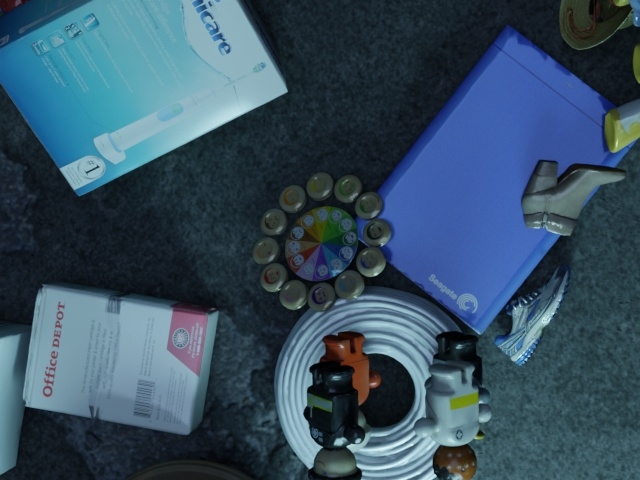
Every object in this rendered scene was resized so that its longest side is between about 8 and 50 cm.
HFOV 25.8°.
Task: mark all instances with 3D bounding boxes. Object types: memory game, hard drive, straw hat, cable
[{"bbox_3d":[0.000,0.000,1.722,0.186,0.012,0.186,-9,66,21],"label":"memory game"},{"bbox_3d":[0.213,-0.074,1.718,0.210,0.040,0.319,38,96,5],"label":"hard drive"},{"bbox_3d":[0.355,-0.288,1.676,0.061,0.144,0.144,18,96,-31],"label":"straw hat"},{"bbox_3d":[0.066,0.186,1.723,0.257,0.089,0.257,33,96,5],"label":"cable"}]

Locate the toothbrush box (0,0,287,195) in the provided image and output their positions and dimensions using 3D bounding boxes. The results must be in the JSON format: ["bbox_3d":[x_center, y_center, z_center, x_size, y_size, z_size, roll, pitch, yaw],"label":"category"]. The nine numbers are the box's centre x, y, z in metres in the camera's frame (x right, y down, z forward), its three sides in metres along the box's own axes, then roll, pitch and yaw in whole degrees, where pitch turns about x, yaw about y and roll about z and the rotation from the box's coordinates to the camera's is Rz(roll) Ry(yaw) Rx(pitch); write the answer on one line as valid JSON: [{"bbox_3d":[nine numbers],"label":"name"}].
[{"bbox_3d":[-0.218,-0.223,1.685,0.295,0.126,0.216,-26,120,9],"label":"toothbrush box"}]

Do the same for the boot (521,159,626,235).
[{"bbox_3d":[0.300,-0.049,1.670,0.118,0.042,0.087,7,99,8],"label":"boot"}]

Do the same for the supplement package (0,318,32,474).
[{"bbox_3d":[-0.489,0.188,1.769,0.203,0.149,0.194,11,94,7],"label":"supplement package"}]

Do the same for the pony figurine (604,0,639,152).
[{"bbox_3d":[0.513,-0.250,1.567,0.363,0.303,0.351,-8,119,-6],"label":"pony figurine"}]

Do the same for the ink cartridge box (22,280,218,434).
[{"bbox_3d":[-0.251,0.146,1.765,0.218,0.092,0.158,9,93,6],"label":"ink cartridge box"}]

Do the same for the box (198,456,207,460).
[{"bbox_3d":[-0.194,0.483,1.748,0.191,0.143,0.381,37,95,5],"label":"box"}]

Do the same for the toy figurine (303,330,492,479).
[{"bbox_3d":[0.087,0.194,1.573,0.209,0.213,0.148,-1,100,5],"label":"toy figurine"}]

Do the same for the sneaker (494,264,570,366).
[{"bbox_3d":[0.258,0.084,1.713,0.058,0.052,0.135,31,95,10],"label":"sneaker"}]

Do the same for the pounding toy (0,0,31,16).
[{"bbox_3d":[-0.403,-0.338,1.758,0.183,0.110,0.237,-10,91,8],"label":"pounding toy"}]

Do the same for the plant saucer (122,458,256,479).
[{"bbox_3d":[-0.154,0.398,1.652,0.278,0.041,0.278,0,93,8],"label":"plant saucer"}]
